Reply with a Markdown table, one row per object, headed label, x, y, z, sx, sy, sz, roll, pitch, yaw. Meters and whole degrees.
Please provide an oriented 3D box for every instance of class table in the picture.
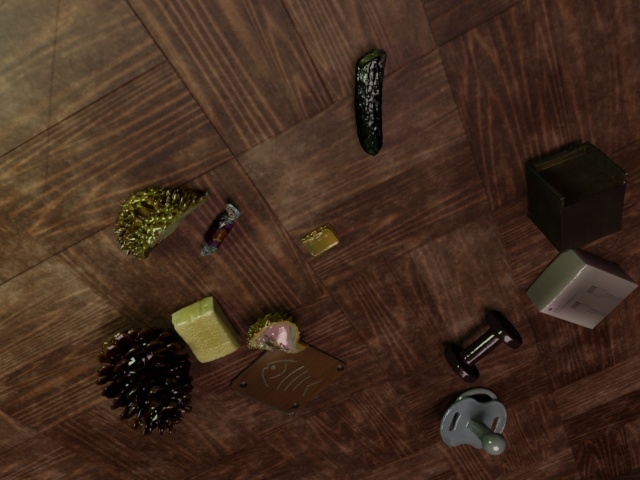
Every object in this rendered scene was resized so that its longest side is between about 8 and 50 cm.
| label | x | y | z | sx | sy | sz | roll | pitch | yaw |
| --- | --- | --- | --- | --- | --- | --- | --- | --- | --- |
| table | 0.640 | -0.113 | 1.326 | 0.169 | 0.172 | 0.193 | -22 | 132 | 3 |

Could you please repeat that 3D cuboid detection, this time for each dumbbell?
| label | x | y | z | sx | sy | sz | roll | pitch | yaw |
| --- | --- | --- | --- | --- | --- | --- | --- | --- | --- |
| dumbbell | 0.513 | 0.336 | 1.655 | 0.124 | 0.140 | 0.225 | 26 | 118 | -40 |

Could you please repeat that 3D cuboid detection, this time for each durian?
| label | x | y | z | sx | sy | sz | roll | pitch | yaw |
| --- | --- | --- | --- | --- | --- | --- | --- | --- | --- |
| durian | -0.371 | -0.036 | 1.192 | 0.252 | 0.144 | 0.139 | -48 | 144 | 16 |
| durian | -0.115 | 0.263 | 1.496 | 0.140 | 0.078 | 0.224 | -49 | 133 | 8 |

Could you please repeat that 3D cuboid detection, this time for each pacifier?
| label | x | y | z | sx | sy | sz | roll | pitch | yaw |
| --- | --- | --- | --- | --- | --- | --- | --- | --- | --- |
| pacifier | 0.584 | 0.672 | 1.877 | 0.288 | 0.226 | 0.238 | 17 | 102 | -25 |

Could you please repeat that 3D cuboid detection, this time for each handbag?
| label | x | y | z | sx | sy | sz | roll | pitch | yaw |
| --- | --- | --- | --- | --- | --- | --- | --- | --- | --- |
| handbag | 0.000 | 0.000 | 1.350 | 0.083 | 0.027 | 0.061 | -29 | 128 | 10 |

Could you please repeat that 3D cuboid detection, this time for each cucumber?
| label | x | y | z | sx | sy | sz | roll | pitch | yaw |
| --- | --- | --- | --- | --- | --- | --- | --- | --- | --- |
| cucumber | 0.106 | -0.287 | 1.137 | 0.067 | 0.067 | 0.245 | -8 | 128 | -7 |

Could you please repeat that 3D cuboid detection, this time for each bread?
| label | x | y | z | sx | sy | sz | roll | pitch | yaw |
| --- | --- | --- | --- | --- | --- | --- | --- | --- | --- |
| bread | -0.313 | 0.249 | 1.438 | 0.126 | 0.068 | 0.188 | -21 | 129 | 2 |

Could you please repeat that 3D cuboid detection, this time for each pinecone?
| label | x | y | z | sx | sy | sz | roll | pitch | yaw |
| --- | --- | --- | --- | --- | --- | --- | --- | --- | --- |
| pinecone | -0.442 | 0.365 | 1.355 | 0.247 | 0.292 | 0.246 | -28 | 152 | -16 |

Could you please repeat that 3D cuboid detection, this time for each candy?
| label | x | y | z | sx | sy | sz | roll | pitch | yaw |
| --- | --- | --- | --- | --- | --- | --- | --- | --- | --- |
| candy | -0.246 | -0.024 | 1.266 | 0.045 | 0.043 | 0.175 | 23 | 122 | -29 |

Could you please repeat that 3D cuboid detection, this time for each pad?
| label | x | y | z | sx | sy | sz | roll | pitch | yaw |
| --- | --- | --- | --- | --- | --- | --- | --- | --- | --- |
| pad | -0.100 | 0.434 | 1.662 | 0.284 | 0.018 | 0.286 | 34 | 111 | -31 |

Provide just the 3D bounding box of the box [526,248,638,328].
| label | x | y | z | sx | sy | sz | roll | pitch | yaw |
| --- | --- | --- | --- | --- | --- | --- | --- | --- | --- |
| box | 0.801 | 0.148 | 1.607 | 0.252 | 0.106 | 0.203 | 19 | 121 | -24 |
